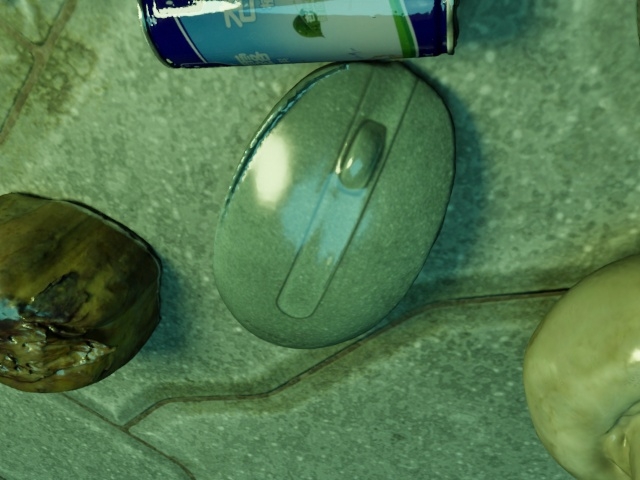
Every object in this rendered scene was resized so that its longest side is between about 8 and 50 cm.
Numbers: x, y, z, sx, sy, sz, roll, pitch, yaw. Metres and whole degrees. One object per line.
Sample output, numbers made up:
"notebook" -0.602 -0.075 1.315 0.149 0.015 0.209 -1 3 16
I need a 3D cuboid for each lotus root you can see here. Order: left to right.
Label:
"lotus root" -0.336 0.085 0.701 0.272 0.192 0.272 4 125 5

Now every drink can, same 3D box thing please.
"drink can" -0.013 -0.185 0.435 0.235 0.097 0.097 2 129 13

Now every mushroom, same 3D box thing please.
"mushroom" 0.339 0.163 0.497 0.297 0.290 0.298 8 132 9

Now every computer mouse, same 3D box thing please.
"computer mouse" 0.001 0.003 0.574 0.203 0.114 0.374 21 130 -2
